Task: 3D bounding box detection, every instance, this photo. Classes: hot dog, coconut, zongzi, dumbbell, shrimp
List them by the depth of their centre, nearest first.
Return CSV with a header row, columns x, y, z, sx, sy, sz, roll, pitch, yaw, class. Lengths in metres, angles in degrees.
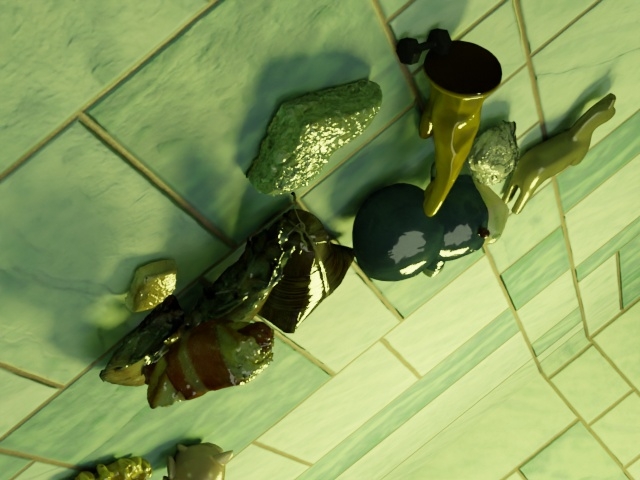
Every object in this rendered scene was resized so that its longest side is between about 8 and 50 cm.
x,y,z,sx,sy,sz,roll,pitch,yaw,class
0.148,-0.276,1.501,0.083,0.036,0.040,-22,149,-31,dumbbell
-0.165,0.170,1.542,0.213,0.103,0.146,-20,-176,11,hot dog
-0.185,0.106,1.604,0.272,0.085,0.445,-17,160,-45,shrimp
0.000,0.000,1.727,0.241,0.111,0.248,-42,156,-37,zongzi
0.295,-0.045,1.997,0.116,0.122,0.116,-30,154,-16,coconut

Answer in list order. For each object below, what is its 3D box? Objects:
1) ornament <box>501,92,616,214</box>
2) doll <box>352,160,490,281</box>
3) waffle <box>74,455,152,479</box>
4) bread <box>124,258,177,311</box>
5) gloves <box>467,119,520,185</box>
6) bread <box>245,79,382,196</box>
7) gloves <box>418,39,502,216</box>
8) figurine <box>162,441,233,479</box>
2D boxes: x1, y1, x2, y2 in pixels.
x,y,z,sx,sy,sz,roll,pitch,yaw,class
0.482,-0.179,2.096,0.230,0.061,0.245,-29,157,-23,ornament
0.170,-0.021,1.837,0.258,0.154,0.228,-11,122,-21,doll
-0.440,0.504,2.025,0.253,0.056,0.249,-13,145,-47,waffle
-0.248,0.067,1.554,0.070,0.035,0.083,-16,144,-39,bread
0.316,-0.157,1.894,0.114,0.070,0.153,-38,154,-1,gloves
-0.006,-0.150,1.476,0.232,0.064,0.172,-40,158,0,bread
0.192,-0.156,1.636,0.133,0.116,0.294,-55,163,-38,gloves
-0.251,0.468,2.158,0.138,0.125,0.125,-8,145,-22,figurine
